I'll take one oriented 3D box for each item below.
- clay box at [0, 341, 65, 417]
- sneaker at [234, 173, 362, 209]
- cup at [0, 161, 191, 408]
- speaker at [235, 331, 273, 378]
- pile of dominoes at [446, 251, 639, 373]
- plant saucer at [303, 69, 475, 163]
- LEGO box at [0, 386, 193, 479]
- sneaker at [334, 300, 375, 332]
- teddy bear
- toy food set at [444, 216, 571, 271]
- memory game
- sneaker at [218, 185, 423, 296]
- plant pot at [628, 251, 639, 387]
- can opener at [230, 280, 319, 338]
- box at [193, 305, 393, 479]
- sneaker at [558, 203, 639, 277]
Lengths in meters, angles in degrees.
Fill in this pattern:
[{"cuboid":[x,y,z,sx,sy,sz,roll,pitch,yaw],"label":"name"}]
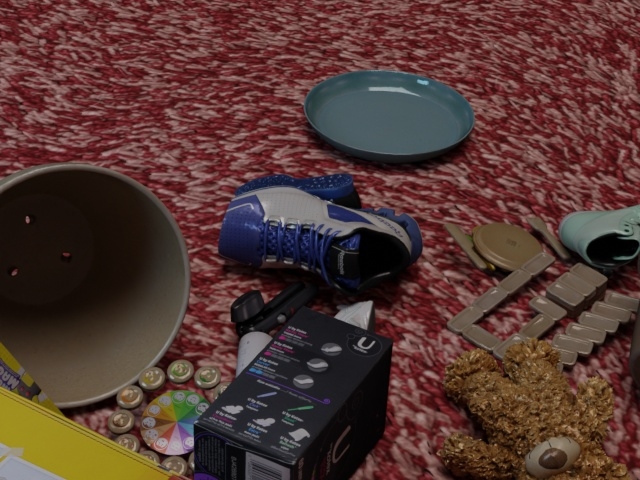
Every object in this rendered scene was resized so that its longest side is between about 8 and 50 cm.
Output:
[{"cuboid":[-0.403,0.186,1.658,0.127,0.222,0.053,-2,39,51],"label":"clay box"},{"cuboid":[-0.037,-0.055,2.182,0.232,0.090,0.081,1,29,35],"label":"sneaker"},{"cuboid":[-0.371,0.038,1.841,0.331,0.331,0.237,-11,17,-21],"label":"cup"},{"cuboid":[-0.091,0.188,1.836,0.055,0.055,0.136,3,34,-2],"label":"speaker"},{"cuboid":[0.344,0.122,2.013,0.251,0.040,0.196,-33,49,-31],"label":"pile of dominoes"},{"cuboid":[0.126,-0.225,2.467,0.317,0.044,0.318,3,35,-2],"label":"plant saucer"},{"cuboid":[-0.411,0.351,1.446,0.500,0.193,0.372,21,38,23],"label":"LEGO box"},{"cuboid":[0.043,0.140,1.931,0.061,0.054,0.152,0,28,10],"label":"sneaker"},{"cuboid":[0.278,0.239,1.754,0.245,0.113,0.338,4,34,3],"label":"teddy bear"},{"cuboid":[0.300,0.016,2.150,0.192,0.039,0.132,-5,40,-28],"label":"toy food set"},{"cuboid":[-0.190,0.235,1.748,0.186,0.012,0.186,-2,52,3],"label":"memory game"},{"cuboid":[0.001,0.000,2.009,0.315,0.127,0.182,6,12,1],"label":"sneaker"},{"cuboid":[0.545,0.115,1.868,0.263,0.263,0.229,21,55,23],"label":"plant pot"},{"cuboid":[-0.062,0.100,1.966,0.059,0.073,0.186,19,27,33],"label":"can opener"},{"cuboid":[-0.030,0.234,1.679,0.143,0.165,0.270,19,38,21],"label":"box"},{"cuboid":[0.522,-0.003,2.119,0.255,0.094,0.151,-9,19,-2],"label":"sneaker"}]
